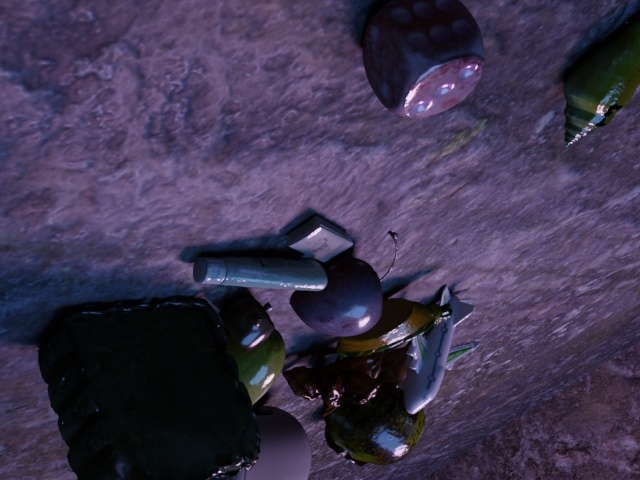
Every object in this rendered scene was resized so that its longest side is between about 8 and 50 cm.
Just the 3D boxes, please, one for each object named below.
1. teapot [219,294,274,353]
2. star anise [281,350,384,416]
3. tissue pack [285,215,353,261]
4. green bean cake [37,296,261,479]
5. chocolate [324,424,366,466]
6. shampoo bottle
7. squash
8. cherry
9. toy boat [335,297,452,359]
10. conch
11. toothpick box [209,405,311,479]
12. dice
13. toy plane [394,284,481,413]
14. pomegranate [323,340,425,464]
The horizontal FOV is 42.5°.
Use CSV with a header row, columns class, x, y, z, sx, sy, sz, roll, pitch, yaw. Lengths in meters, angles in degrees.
class,x,y,z,sx,sy,sz,roll,pitch,yaw
teapot,-0.100,0.115,1.216,0.068,0.076,0.121,-36,-178,-1
star anise,0.029,0.265,1.548,0.196,0.111,0.212,-21,167,16
tissue pack,0.000,0.000,1.144,0.056,0.023,0.108,-33,154,17
green bean cake,-0.217,0.212,1.073,0.241,0.255,0.132,-3,149,-48
chocolate,0.098,0.441,1.952,0.176,0.177,0.177,-22,154,-11
shampoo bottle,-0.081,0.043,1.110,0.190,0.069,0.041,4,117,-40
squash,-0.126,0.198,1.302,0.186,0.123,0.123,-43,151,24
cherry,0.030,0.068,1.226,0.148,0.115,0.188,11,147,10
toy boat,0.123,0.156,1.475,0.229,0.089,0.088,-23,144,13
conch,0.374,-0.209,1.065,0.201,0.079,0.095,-47,168,20
toothpick box,-0.145,0.434,1.589,0.229,0.229,0.316,-38,153,22
dice,0.101,-0.182,0.813,0.093,0.094,0.091,-20,153,-19
toy plane,0.216,0.214,1.611,0.251,0.101,0.255,26,88,-48
pomegranate,0.121,0.327,1.732,0.203,0.277,0.222,0,162,34
